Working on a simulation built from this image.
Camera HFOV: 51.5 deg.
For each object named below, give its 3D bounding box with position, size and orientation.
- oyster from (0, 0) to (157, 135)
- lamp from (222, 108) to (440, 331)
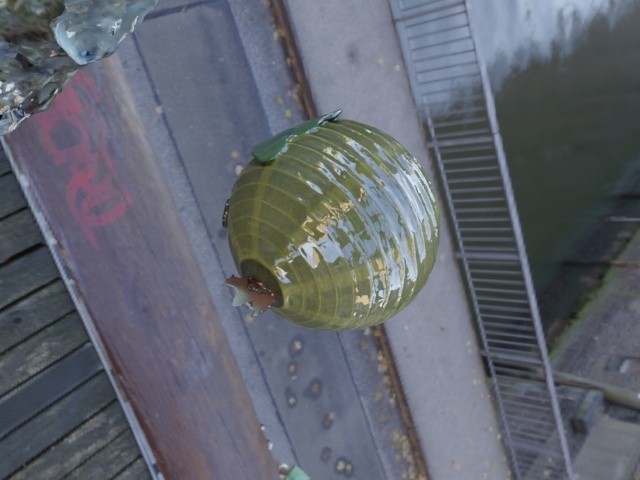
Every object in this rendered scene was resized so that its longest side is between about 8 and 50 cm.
[{"bbox_3d":[-0.171,-0.158,0.337,0.158,0.350,0.162,61,-1,18],"label":"oyster"},{"bbox_3d":[0.000,0.000,0.740,0.284,0.250,0.250,-42,119,-37],"label":"lamp"}]
